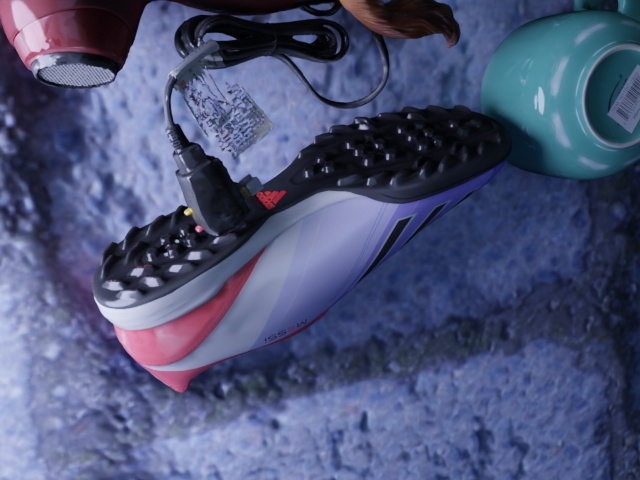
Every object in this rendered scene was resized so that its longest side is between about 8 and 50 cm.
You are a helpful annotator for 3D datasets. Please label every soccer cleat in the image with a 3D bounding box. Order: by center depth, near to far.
[{"bbox_3d":[0.000,0.000,0.500,0.318,0.108,0.116,-27,129,-12],"label":"soccer cleat"}]

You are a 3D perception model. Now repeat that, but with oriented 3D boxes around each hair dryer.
[{"bbox_3d":[-0.099,-0.166,0.448,0.293,0.080,0.223,51,56,-19],"label":"hair dryer"}]

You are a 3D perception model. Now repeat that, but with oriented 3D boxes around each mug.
[{"bbox_3d":[0.203,-0.125,0.522,0.130,0.097,0.157,-18,106,-12],"label":"mug"}]

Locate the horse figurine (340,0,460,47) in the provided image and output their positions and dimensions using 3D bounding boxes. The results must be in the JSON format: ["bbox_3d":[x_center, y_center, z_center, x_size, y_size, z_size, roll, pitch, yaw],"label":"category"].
[{"bbox_3d":[0.017,-0.242,0.453,0.174,0.066,0.263,-32,100,-19],"label":"horse figurine"}]
